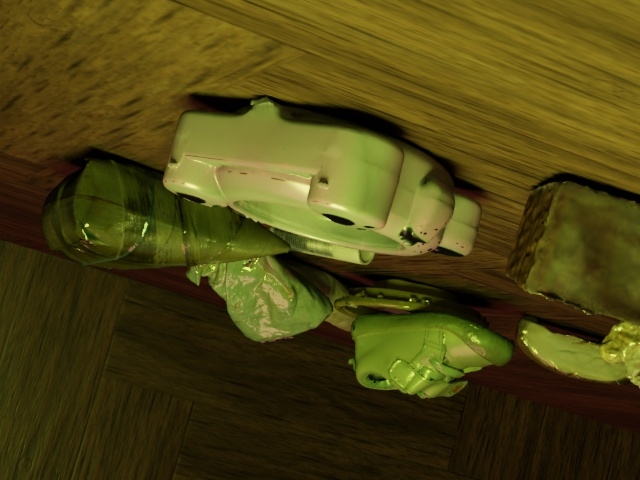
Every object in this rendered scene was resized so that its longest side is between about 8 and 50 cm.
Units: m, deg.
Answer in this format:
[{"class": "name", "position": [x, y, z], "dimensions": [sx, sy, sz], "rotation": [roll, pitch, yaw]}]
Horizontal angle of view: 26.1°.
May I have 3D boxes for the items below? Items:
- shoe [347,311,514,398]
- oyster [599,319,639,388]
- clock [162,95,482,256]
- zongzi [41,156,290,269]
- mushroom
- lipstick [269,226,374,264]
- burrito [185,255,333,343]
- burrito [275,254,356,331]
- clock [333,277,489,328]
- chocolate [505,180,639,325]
[{"class": "shoe", "position": [0.158, 0.163, 1.977], "dimensions": [0.262, 0.128, 0.140], "rotation": [4, 179, 38]}, {"class": "oyster", "position": [0.401, 0.126, 1.575], "dimensions": [0.107, 0.161, 0.233], "rotation": [-36, 149, 20]}, {"class": "clock", "position": [0.012, -0.046, 1.222], "dimensions": [0.227, 0.090, 0.248], "rotation": [10, 172, 37]}, {"class": "zongzi", "position": [-0.202, -0.015, 1.740], "dimensions": [0.274, 0.125, 0.251], "rotation": [12, 173, -23]}, {"class": "mushroom", "position": [0.383, 0.170, 2.065], "dimensions": [0.210, 0.072, 0.094], "rotation": [16, -179, -5]}, {"class": "lipstick", "position": [0.000, 0.000, 1.730], "dimensions": [0.141, 0.040, 0.040], "rotation": [11, 171, 32]}, {"class": "burrito", "position": [-0.093, 0.061, 2.041], "dimensions": [0.144, 0.089, 0.229], "rotation": [-20, 137, 18]}, {"class": "burrito", "position": [0.020, 0.097, 2.254], "dimensions": [0.117, 0.076, 0.392], "rotation": [15, 172, 43]}, {"class": "clock", "position": [0.138, 0.097, 2.071], "dimensions": [0.237, 0.057, 0.237], "rotation": [11, 169, 2]}, {"class": "chocolate", "position": [0.319, 0.040, 1.180], "dimensions": [0.321, 0.112, 0.112], "rotation": [16, 180, -10]}]
